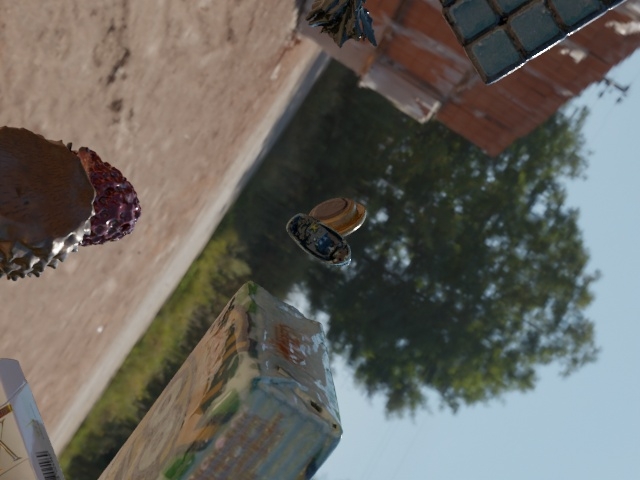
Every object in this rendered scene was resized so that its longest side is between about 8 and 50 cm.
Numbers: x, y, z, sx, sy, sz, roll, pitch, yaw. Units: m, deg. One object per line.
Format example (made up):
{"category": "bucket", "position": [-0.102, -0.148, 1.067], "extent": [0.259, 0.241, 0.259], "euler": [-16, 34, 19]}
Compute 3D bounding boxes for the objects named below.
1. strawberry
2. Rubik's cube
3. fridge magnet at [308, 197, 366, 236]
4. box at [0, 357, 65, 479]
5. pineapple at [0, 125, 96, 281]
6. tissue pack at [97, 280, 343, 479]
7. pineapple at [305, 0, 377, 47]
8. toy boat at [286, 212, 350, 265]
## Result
{"category": "strawberry", "position": [-0.479, -0.075, 1.797], "extent": [0.234, 0.178, 0.233], "euler": [-28, -128, 42]}
{"category": "Rubik's cube", "position": [0.388, -0.533, 1.624], "extent": [0.344, 0.337, 0.344], "euler": [-33, -177, 19]}
{"category": "fridge magnet", "position": [0.030, -0.047, 1.839], "extent": [0.143, 0.063, 0.143], "euler": [-18, -154, 9]}
{"category": "box", "position": [-0.269, 0.187, 0.714], "extent": [0.084, 0.154, 0.040], "euler": [-34, 162, 15]}
{"category": "pineapple", "position": [-0.506, -0.018, 1.280], "extent": [0.357, 0.223, 0.223], "euler": [-26, -155, 40]}
{"category": "tissue pack", "position": [-0.114, 0.219, 0.833], "extent": [0.310, 0.128, 0.228], "euler": [-54, -165, 12]}
{"category": "pineapple", "position": [0.053, -0.332, 0.944], "extent": [0.251, 0.125, 0.125], "euler": [-63, 180, 42]}
{"category": "toy boat", "position": [0.000, 0.000, 1.406], "extent": [0.060, 0.137, 0.061], "euler": [-45, 152, -10]}
